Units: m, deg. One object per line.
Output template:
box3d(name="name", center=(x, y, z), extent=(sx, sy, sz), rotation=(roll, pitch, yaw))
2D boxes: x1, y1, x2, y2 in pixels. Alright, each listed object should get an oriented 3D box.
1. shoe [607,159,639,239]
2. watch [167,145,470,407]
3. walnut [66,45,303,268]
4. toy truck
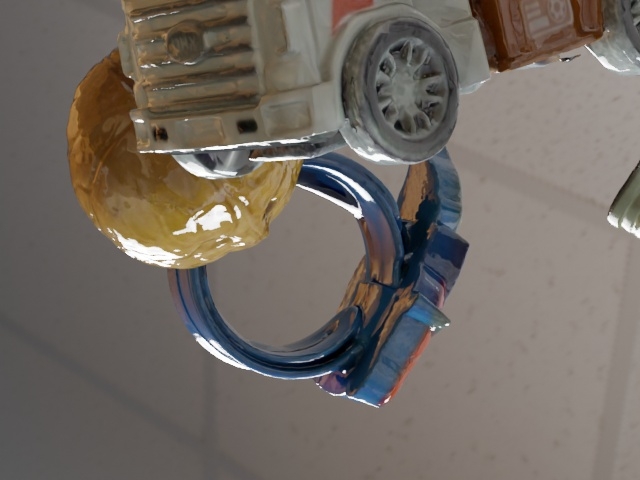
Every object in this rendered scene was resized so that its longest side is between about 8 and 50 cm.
box3d(name="shoe", center=(0.354, -0.070, 1.446), extent=(0.098, 0.103, 0.275), rotation=(43, -27, 15))
box3d(name="watch", center=(0.000, 0.000, 1.642), extent=(0.274, 0.305, 0.241), rotation=(26, -8, -13))
box3d(name="walnut", center=(-0.106, -0.069, 1.277), extent=(0.193, 0.193, 0.226), rotation=(45, -13, 19))
box3d(name="toy truck", center=(0.068, -0.171, 0.853), extent=(0.173, 0.387, 0.207), rotation=(-2, -74, 49))
